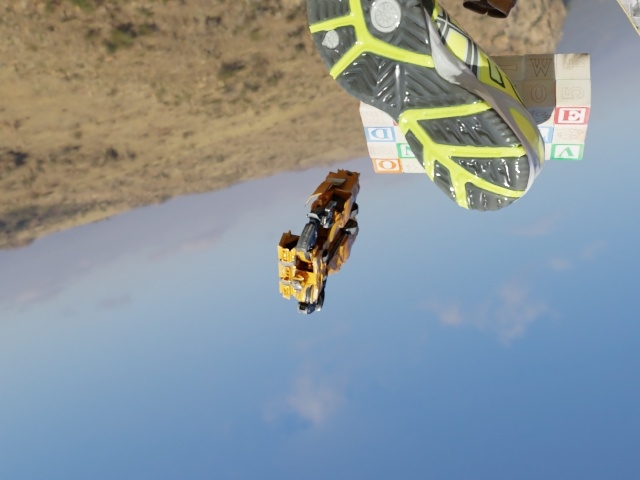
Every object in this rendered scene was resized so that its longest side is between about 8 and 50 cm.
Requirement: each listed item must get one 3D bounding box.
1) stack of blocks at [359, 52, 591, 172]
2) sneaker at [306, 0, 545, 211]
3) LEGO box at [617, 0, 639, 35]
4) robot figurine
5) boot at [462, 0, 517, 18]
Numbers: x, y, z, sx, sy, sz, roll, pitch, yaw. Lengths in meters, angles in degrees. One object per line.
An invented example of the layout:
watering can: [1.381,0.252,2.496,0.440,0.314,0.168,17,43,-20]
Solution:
stack of blocks: [0.215,-0.172,1.178,0.297,0.087,0.171,1,155,13]
sneaker: [0.123,-0.207,1.013,0.145,0.385,0.147,-36,176,36]
LEGO box: [0.555,-0.334,0.994,0.193,0.372,0.500,-25,-166,48]
robot figurine: [0.000,0.000,1.547,0.085,0.211,0.291,13,-144,18]
boot: [0.367,-0.475,1.554,0.197,0.152,0.073,13,158,27]
